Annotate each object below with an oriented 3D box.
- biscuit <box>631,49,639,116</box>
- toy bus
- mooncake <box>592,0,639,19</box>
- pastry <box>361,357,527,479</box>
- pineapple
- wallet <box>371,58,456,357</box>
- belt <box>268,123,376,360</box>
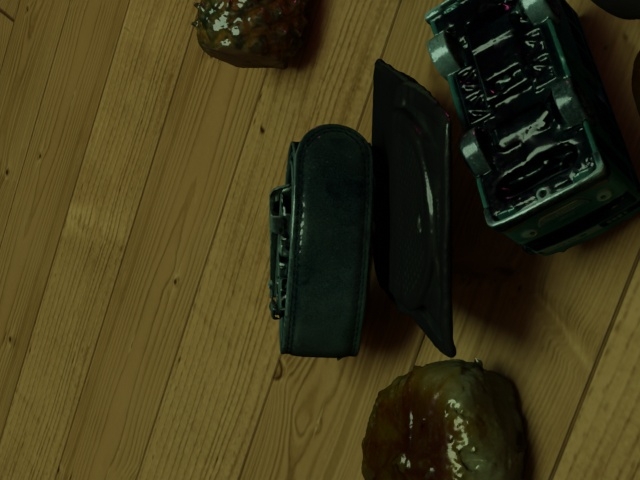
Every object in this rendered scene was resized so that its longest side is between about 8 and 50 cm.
[{"bbox_3d":[0.327,-0.165,1.201,0.212,0.036,0.212,-165,90,-72],"label":"biscuit"},{"bbox_3d":[0.199,-0.116,1.317,0.128,0.147,0.256,-29,54,24],"label":"toy bus"},{"bbox_3d":[0.284,-0.311,1.218,0.245,0.133,0.245,-39,32,31],"label":"mooncake"},{"bbox_3d":[0.115,0.216,1.408,0.192,0.093,0.182,-40,52,44],"label":"pastry"},{"bbox_3d":[-0.077,-0.377,1.819,0.170,0.141,0.310,8,83,21],"label":"pineapple"},{"bbox_3d":[0.088,-0.037,1.433,0.323,0.041,0.247,-117,26,-72],"label":"wallet"},{"bbox_3d":[0.000,0.000,1.547,0.206,0.116,0.268,-96,9,-67],"label":"belt"}]
